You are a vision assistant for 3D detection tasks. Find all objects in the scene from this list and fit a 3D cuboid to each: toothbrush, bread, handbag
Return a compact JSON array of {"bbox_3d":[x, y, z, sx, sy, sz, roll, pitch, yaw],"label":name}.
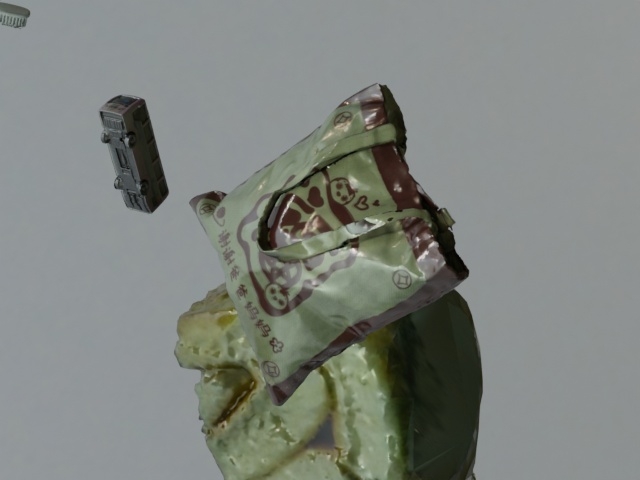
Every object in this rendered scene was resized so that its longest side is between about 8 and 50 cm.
[{"bbox_3d":[-0.474,-0.287,2.001,0.276,0.025,0.019,12,-135,-11],"label":"toothbrush"},{"bbox_3d":[0.042,0.198,1.866,0.239,0.264,0.395,-36,-65,-54],"label":"bread"},{"bbox_3d":[0.000,0.000,1.519,0.127,0.235,0.213,7,-125,-51],"label":"handbag"}]

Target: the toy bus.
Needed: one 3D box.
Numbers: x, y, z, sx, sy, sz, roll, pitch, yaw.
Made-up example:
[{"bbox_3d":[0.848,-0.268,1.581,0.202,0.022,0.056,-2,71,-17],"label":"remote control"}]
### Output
[{"bbox_3d":[-0.190,-0.089,1.777,0.052,0.037,0.130,-48,-40,-39],"label":"toy bus"}]
